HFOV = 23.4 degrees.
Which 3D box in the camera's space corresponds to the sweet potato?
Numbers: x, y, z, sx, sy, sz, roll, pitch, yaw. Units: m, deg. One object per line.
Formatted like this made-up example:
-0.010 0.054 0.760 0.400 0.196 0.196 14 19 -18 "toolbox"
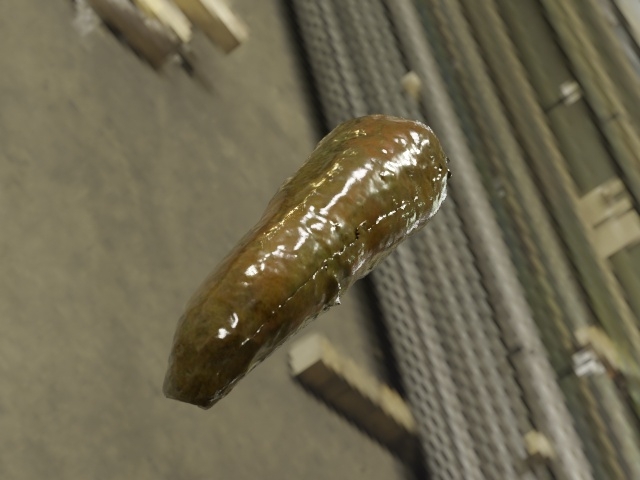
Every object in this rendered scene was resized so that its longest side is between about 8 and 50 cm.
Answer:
0.000 0.000 0.807 0.075 0.075 0.273 52 37 -6 "sweet potato"
